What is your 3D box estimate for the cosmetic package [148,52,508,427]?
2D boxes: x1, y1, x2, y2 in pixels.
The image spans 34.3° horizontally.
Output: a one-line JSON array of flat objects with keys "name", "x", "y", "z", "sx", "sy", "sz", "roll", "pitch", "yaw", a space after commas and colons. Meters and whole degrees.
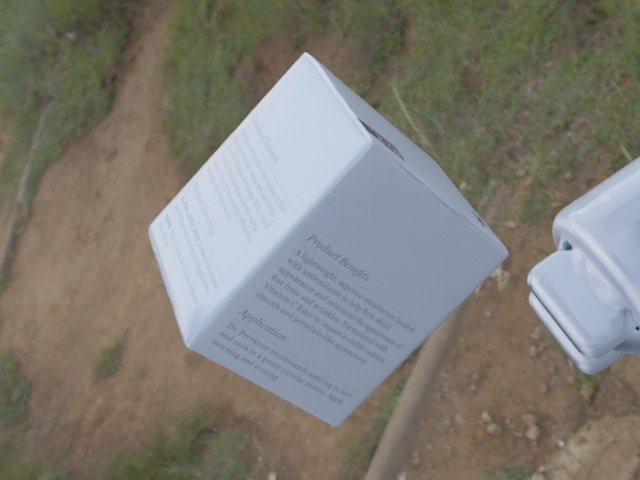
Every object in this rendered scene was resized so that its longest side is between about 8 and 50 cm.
[{"name": "cosmetic package", "x": 0.000, "y": 0.000, "z": 0.742, "sx": 0.184, "sy": 0.151, "sz": 0.151, "roll": -46, "pitch": 36, "yaw": 12}]

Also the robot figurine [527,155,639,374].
[{"name": "robot figurine", "x": 0.393, "y": -0.005, "z": 1.104, "sx": 0.353, "sy": 0.300, "sz": 0.200, "roll": -34, "pitch": 70, "yaw": -2}]
